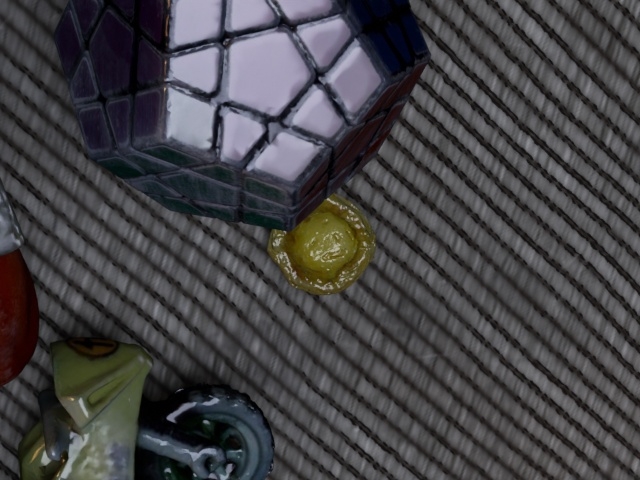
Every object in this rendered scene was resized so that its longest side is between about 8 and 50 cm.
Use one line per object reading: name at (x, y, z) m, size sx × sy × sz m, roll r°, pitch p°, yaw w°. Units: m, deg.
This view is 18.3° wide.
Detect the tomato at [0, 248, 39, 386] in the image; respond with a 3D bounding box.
tomato at (-0.333, 0.065, 1.747) m, size 0.187 × 0.187 × 0.151 m, roll -25°, pitch 70°, yaw -5°

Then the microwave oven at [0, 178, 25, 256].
microwave oven at (-0.439, -0.176, 1.564) m, size 0.236 × 0.374 × 0.432 m, roll -24°, pitch 111°, yaw -12°

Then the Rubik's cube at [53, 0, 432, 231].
Rubik's cube at (-0.067, -0.164, 1.697) m, size 0.264 × 0.319 × 0.319 m, roll -25°, pitch 109°, yaw 24°

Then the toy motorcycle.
toy motorcycle at (-0.246, 0.250, 1.815) m, size 0.410 × 0.169 × 0.237 m, roll -42°, pitch 106°, yaw 1°

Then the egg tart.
egg tart at (0.000, 0.000, 1.869) m, size 0.105 × 0.039 × 0.105 m, roll -3°, pitch 104°, yaw -11°
